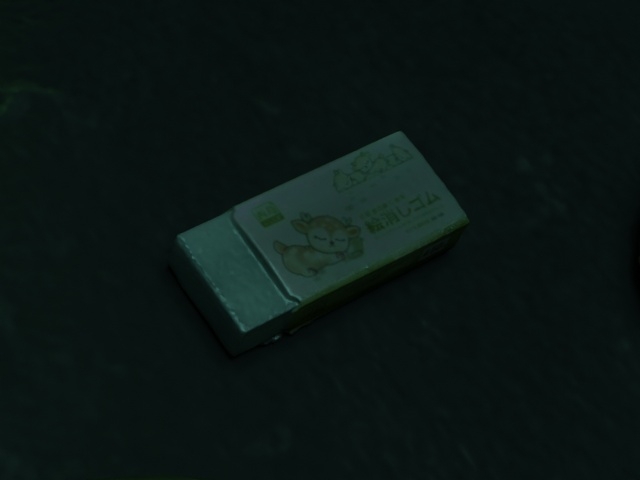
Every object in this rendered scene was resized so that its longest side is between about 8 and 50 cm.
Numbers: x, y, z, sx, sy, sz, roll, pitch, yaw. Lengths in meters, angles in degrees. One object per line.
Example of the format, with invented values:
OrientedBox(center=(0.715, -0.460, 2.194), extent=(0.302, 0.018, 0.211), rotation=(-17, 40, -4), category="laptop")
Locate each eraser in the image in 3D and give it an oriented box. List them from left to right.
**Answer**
OrientedBox(center=(0.000, 0.000, 0.479), extent=(0.083, 0.019, 0.038), rotation=(-26, 72, -30), category="eraser")

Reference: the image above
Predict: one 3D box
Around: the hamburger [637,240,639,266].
OrientedBox(center=(0.170, -0.044, 0.516), extent=(0.176, 0.102, 0.087), rotation=(-34, 62, -32), category="hamburger")

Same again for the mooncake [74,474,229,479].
OrientedBox(center=(-0.026, 0.176, 0.294), extent=(0.275, 0.135, 0.275), rotation=(11, 55, -16), category="mooncake")
